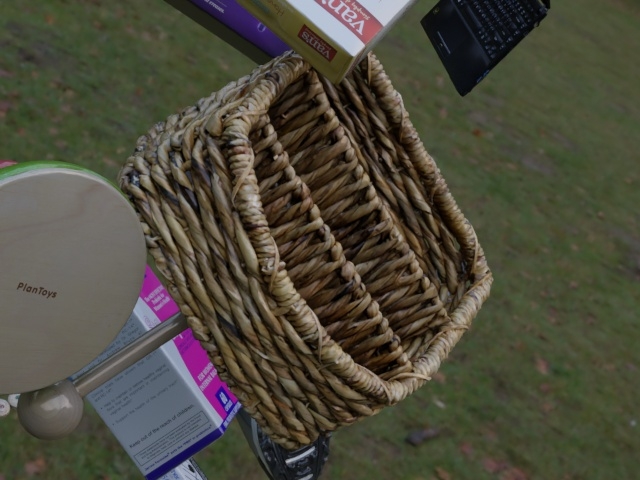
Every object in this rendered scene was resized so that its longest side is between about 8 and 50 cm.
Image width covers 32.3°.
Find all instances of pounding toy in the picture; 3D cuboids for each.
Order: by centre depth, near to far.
[{"bbox_3d":[-0.227,0.027,0.854,0.110,0.183,0.237,34,-18,43],"label":"pounding toy"}]

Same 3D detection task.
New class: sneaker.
[{"bbox_3d":[-0.071,0.173,1.324,0.100,0.108,0.271,-19,83,-32],"label":"sneaker"}]

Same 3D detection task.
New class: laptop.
[{"bbox_3d":[0.223,-0.386,1.580,0.136,0.264,0.234,32,25,-31],"label":"laptop"}]

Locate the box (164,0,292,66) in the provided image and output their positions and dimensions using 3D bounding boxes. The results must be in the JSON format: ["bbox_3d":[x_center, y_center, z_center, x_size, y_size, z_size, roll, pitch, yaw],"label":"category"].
[{"bbox_3d":[-0.108,-0.354,1.347,0.261,0.184,0.103,30,-5,-29],"label":"box"}]

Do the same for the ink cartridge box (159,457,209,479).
[{"bbox_3d":[-0.183,0.424,1.730,0.207,0.046,0.097,53,6,7],"label":"ink cartridge box"}]

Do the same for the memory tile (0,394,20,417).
[{"bbox_3d":[-0.534,0.245,1.832,0.148,0.012,0.113,-19,52,-36],"label":"memory tile"}]

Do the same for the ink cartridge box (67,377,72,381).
[{"bbox_3d":[-0.371,0.119,1.377,0.181,0.104,0.061,38,25,-3],"label":"ink cartridge box"}]

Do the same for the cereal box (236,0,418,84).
[{"bbox_3d":[0.019,-0.255,0.888,0.173,0.047,0.240,40,57,0],"label":"cereal box"}]

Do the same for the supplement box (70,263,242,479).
[{"bbox_3d":[-0.199,0.138,1.236,0.220,0.114,0.111,53,15,-4],"label":"supplement box"}]

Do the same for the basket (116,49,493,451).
[{"bbox_3d":[0.000,0.000,0.936,0.299,0.223,0.213,61,12,-17],"label":"basket"}]
